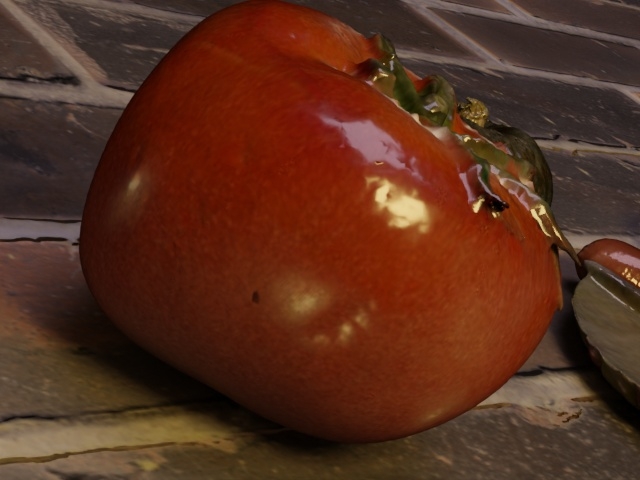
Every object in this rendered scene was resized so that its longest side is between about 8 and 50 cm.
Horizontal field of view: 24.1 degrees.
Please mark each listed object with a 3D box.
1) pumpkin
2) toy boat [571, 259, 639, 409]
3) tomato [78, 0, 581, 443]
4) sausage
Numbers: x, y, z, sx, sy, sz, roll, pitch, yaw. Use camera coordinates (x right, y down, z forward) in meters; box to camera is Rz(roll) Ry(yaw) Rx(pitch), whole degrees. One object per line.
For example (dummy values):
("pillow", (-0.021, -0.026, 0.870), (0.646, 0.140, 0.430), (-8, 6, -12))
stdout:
("pumpkin", (0.128, -0.067, 1.496), (0.223, 0.157, 0.224), (21, 11, -4))
("toy boat", (0.360, 0.132, 1.397), (0.293, 0.111, 0.276), (17, 20, 13))
("tomato", (0.000, 0.000, 1.065), (0.341, 0.273, 0.341), (36, 17, -12))
("sausage", (0.354, 0.061, 1.570), (0.194, 0.077, 0.077), (29, 22, 10))
